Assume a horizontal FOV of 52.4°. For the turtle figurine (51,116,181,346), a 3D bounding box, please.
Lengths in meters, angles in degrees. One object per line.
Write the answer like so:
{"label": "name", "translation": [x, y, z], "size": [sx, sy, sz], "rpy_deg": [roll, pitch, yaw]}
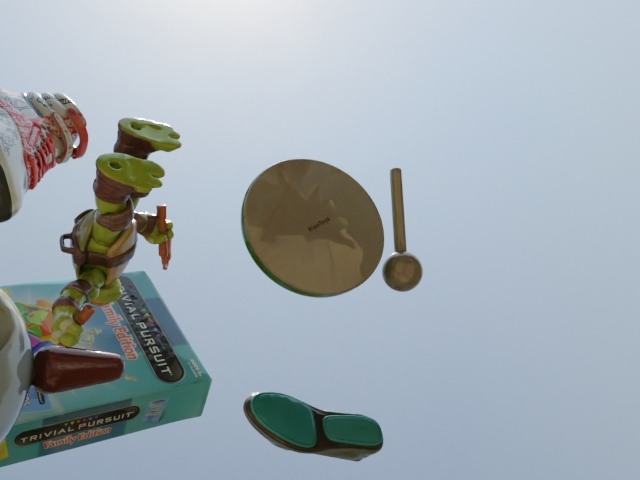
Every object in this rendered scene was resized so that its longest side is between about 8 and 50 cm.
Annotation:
{"label": "turtle figurine", "translation": [-0.200, -0.012, 0.644], "size": [0.087, 0.217, 0.269], "rpy_deg": [27, -146, 0]}

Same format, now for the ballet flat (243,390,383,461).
{"label": "ballet flat", "translation": [-0.015, 0.245, 0.821], "size": [0.213, 0.068, 0.072], "rpy_deg": [21, -139, -30]}

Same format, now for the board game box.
{"label": "board game box", "translation": [-0.355, 0.158, 0.878], "size": [0.336, 0.254, 0.079], "rpy_deg": [-6, -52, -38]}

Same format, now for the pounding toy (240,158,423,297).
{"label": "pounding toy", "translation": [0.000, 0.000, 0.835], "size": [0.236, 0.110, 0.183], "rpy_deg": [0, -114, -25]}

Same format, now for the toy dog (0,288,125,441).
{"label": "toy dog", "translation": [-0.192, 0.141, 0.292], "size": [0.160, 0.220, 0.334], "rpy_deg": [17, -107, -19]}

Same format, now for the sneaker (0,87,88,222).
{"label": "sneaker", "translation": [-0.365, -0.121, 0.832], "size": [0.144, 0.270, 0.090], "rpy_deg": [-5, -53, -32]}
